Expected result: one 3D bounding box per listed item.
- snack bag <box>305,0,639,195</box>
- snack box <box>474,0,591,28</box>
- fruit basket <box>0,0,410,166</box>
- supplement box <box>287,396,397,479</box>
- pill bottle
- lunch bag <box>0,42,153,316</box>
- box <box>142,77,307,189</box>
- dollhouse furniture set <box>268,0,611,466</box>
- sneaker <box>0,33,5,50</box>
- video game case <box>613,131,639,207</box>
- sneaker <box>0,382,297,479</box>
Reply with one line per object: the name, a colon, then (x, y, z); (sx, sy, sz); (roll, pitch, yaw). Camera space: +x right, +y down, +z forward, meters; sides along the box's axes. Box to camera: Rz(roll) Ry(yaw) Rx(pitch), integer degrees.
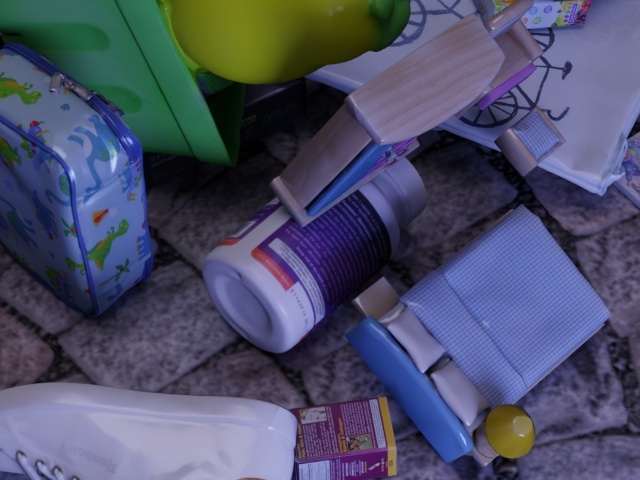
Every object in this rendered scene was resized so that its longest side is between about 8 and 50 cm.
snack bag: (0.169, -0.202, 1.903); (0.342, 0.037, 0.323); (22, 48, 11)
snack box: (0.188, -0.262, 1.910); (0.100, 0.037, 0.141); (-7, 49, -15)
fruit basket: (-0.101, -0.247, 1.686); (0.392, 0.392, 0.283); (0, 51, 3)
supplement box: (0.018, 0.165, 1.624); (0.083, 0.043, 0.055); (-7, 50, -3)
pill bottle: (0.000, 0.000, 1.720); (0.108, 0.108, 0.193); (35, 60, 27)
lunch bag: (-0.230, -0.054, 1.704); (0.176, 0.219, 0.090); (34, 59, 29)
box: (-0.155, -0.145, 1.880); (0.233, 0.059, 0.183); (-25, 55, -17)
dollhouse furniture set: (0.162, -0.017, 1.614); (0.286, 0.198, 0.303); (-35, 87, -26)
sneaker: (-0.260, -0.234, 1.949); (0.297, 0.111, 0.129); (-20, 64, -5)
video game case: (0.325, -0.074, 1.828); (0.122, 0.011, 0.087); (-30, 55, -20)
sneaker: (-0.168, 0.185, 1.578); (0.290, 0.106, 0.123); (1, 64, 13)
